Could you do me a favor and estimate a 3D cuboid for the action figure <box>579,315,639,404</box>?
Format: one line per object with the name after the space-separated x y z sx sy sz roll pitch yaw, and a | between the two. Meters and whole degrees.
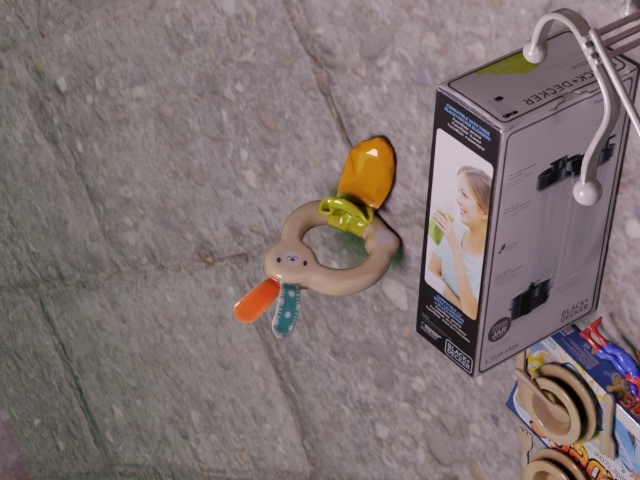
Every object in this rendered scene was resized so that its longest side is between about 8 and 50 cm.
0.299 0.124 1.640 0.115 0.030 0.038 52 153 8 | action figure

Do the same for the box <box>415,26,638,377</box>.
0.184 -0.033 1.559 0.087 0.169 0.290 40 143 36 | box

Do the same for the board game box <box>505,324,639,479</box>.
0.281 0.189 1.707 0.201 0.035 0.136 46 145 25 | board game box

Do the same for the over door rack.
0.318 -0.057 1.274 0.324 0.239 0.108 57 146 10 | over door rack

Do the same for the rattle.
0.000 0.000 1.814 0.130 0.199 0.143 55 148 11 | rattle

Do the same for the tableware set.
0.235 0.213 1.718 0.128 0.039 0.194 29 135 42 | tableware set
